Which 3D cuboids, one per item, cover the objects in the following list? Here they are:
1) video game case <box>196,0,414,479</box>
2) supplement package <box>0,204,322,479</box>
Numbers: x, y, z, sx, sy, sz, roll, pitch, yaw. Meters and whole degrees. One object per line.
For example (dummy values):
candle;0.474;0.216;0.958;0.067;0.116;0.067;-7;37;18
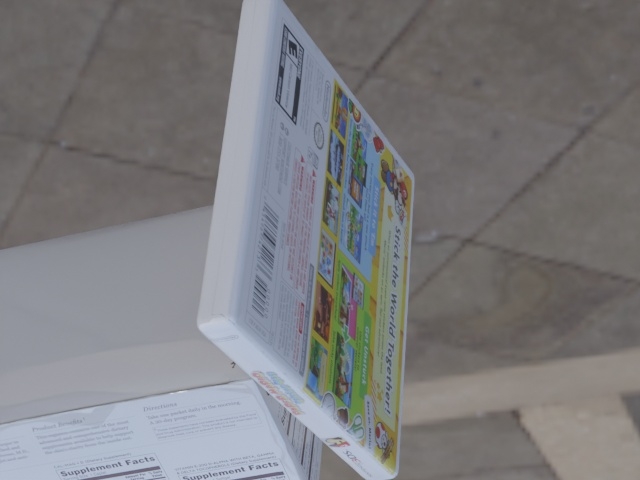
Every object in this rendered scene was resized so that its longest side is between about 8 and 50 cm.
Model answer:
video game case;0.000;0.000;0.881;0.026;0.227;0.206;-12;144;25
supplement package;-0.139;0.101;1.116;0.262;0.204;0.145;-11;129;14
